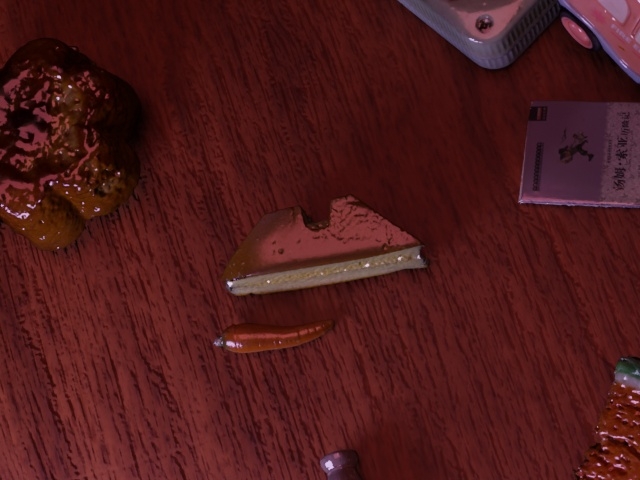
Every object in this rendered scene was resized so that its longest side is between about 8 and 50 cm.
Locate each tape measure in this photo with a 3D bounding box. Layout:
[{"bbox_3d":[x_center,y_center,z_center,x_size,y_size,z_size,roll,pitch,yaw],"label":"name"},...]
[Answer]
[{"bbox_3d":[0.178,-0.339,1.919,0.235,0.115,0.207,42,89,23],"label":"tape measure"}]

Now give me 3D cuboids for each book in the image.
[{"bbox_3d":[0.319,-0.098,1.855,0.182,0.014,0.127,3,73,16],"label":"book"}]

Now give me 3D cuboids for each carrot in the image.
[{"bbox_3d":[-0.053,0.109,1.882,0.142,0.035,0.035,-6,71,6],"label":"carrot"}]

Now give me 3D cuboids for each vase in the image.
[{"bbox_3d":[0.030,0.281,1.792,0.053,0.053,0.100,-18,65,9],"label":"vase"}]

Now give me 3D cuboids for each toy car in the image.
[{"bbox_3d":[0.388,-0.266,1.763,0.180,0.212,0.270,-44,80,-6],"label":"toy car"}]

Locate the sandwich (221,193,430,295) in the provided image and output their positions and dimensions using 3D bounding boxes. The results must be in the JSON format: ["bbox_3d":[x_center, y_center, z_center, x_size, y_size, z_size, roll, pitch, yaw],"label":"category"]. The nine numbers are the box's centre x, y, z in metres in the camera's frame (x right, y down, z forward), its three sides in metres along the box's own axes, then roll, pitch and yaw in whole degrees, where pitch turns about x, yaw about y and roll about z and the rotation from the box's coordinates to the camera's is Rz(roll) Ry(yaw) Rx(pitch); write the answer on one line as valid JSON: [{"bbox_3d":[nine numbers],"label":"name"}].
[{"bbox_3d":[0.000,0.000,1.869,0.244,0.090,0.088,-9,73,12],"label":"sandwich"}]

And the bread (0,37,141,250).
[{"bbox_3d":[-0.323,-0.119,1.971,0.232,0.135,0.246,22,80,16],"label":"bread"}]

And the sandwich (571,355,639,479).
[{"bbox_3d":[0.359,0.243,1.688,0.159,0.079,0.235,-52,48,13],"label":"sandwich"}]
